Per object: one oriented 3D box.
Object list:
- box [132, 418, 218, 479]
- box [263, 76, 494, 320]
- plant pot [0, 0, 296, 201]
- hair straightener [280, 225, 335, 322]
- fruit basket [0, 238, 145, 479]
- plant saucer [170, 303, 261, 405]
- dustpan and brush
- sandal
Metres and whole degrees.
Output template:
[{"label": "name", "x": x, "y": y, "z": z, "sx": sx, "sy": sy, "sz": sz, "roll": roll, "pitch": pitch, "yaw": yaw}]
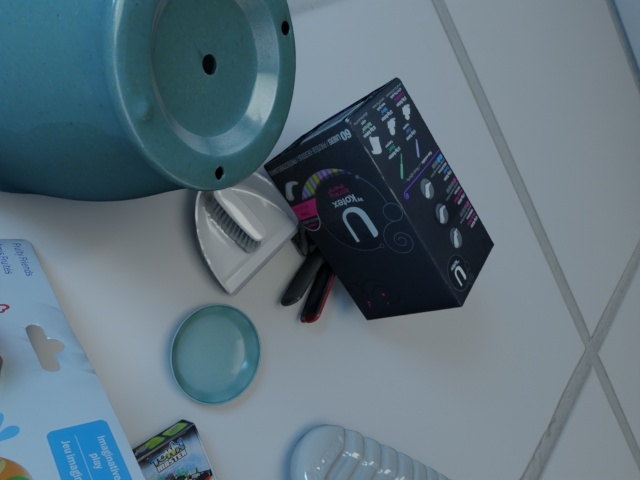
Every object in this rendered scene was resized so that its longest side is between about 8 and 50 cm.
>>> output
[{"label": "box", "x": -0.205, "y": 0.289, "z": 0.497, "sx": 0.207, "sy": 0.036, "sz": 0.114, "roll": -24, "pitch": 97, "yaw": -39}, {"label": "box", "x": 0.083, "y": -0.044, "z": 0.656, "sx": 0.270, "sy": 0.165, "sz": 0.143, "roll": 55, "pitch": 48, "yaw": -15}, {"label": "plant pot", "x": -0.172, "y": -0.150, "z": 0.402, "sx": 0.271, "sy": 0.255, "sz": 0.272, "roll": -32, "pitch": 130, "yaw": -49}, {"label": "hair straightener", "x": 0.000, "y": 0.000, "z": 0.707, "sx": 0.089, "sy": 0.047, "sz": 0.230, "roll": 42, "pitch": 59, "yaw": -25}, {"label": "fruit basket", "x": -0.317, "y": 0.062, "z": 0.272, "sx": 0.353, "sy": 0.327, "sz": 0.165, "roll": -2, "pitch": 122, "yaw": -43}, {"label": "plant saucer", "x": -0.129, "y": 0.137, "z": 0.596, "sx": 0.119, "sy": 0.021, "sz": 0.119, "roll": 8, "pitch": 77, "yaw": -36}, {"label": "dustpan and brush", "x": -0.123, "y": -0.055, "z": 0.609, "sx": 0.211, "sy": 0.060, "sz": 0.147, "roll": 49, "pitch": 60, "yaw": -11}, {"label": "sandal", "x": 0.118, "y": 0.402, "z": 0.699, "sx": 0.416, "sy": 0.102, "sz": 0.169, "roll": 42, "pitch": 43, "yaw": -10}]
